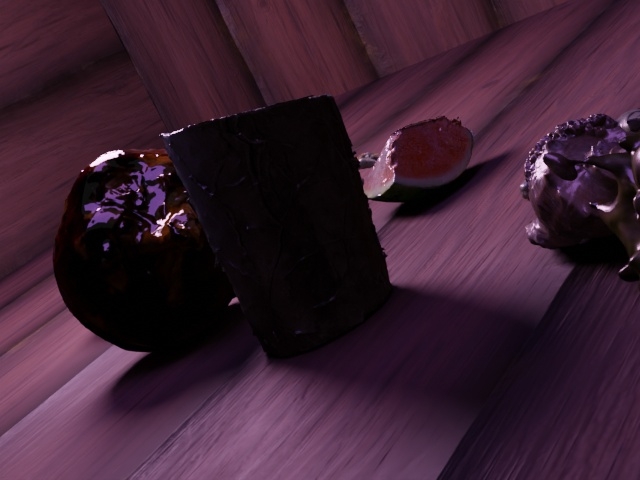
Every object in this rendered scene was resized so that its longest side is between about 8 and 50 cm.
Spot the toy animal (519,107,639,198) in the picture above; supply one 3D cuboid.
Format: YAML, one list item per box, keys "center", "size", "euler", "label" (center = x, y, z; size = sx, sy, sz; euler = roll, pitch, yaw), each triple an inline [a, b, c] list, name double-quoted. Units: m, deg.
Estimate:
- center: [0.374, -0.118, 1.571]
  size: [0.255, 0.090, 0.170]
  euler: [-14, 14, 37]
  label: "toy animal"

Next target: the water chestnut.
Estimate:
- center: [-0.264, 0.007, 1.793]
  size: [0.335, 0.335, 0.347]
  euler: [-30, -4, -14]
  label: "water chestnut"

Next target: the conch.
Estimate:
- center: [0.319, -0.058, 1.325]
  size: [0.178, 0.163, 0.245]
  euler: [3, -26, -12]
  label: "conch"

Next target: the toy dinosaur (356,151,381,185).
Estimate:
- center: [-0.061, -0.092, 2.214]
  size: [0.393, 0.092, 0.205]
  euler: [-6, 47, 3]
  label: "toy dinosaur"

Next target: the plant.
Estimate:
- center: [0.429, -0.074, 1.105]
  size: [0.333, 0.180, 0.251]
  euler: [-26, 22, -12]
  label: "plant"

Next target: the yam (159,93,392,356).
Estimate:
- center: [-0.048, -0.033, 1.523]
  size: [0.241, 0.348, 0.241]
  euler: [-19, 16, 6]
  label: "yam"

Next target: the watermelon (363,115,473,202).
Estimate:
- center: [0.171, -0.115, 1.985]
  size: [0.231, 0.128, 0.146]
  euler: [-18, -23, -34]
  label: "watermelon"
